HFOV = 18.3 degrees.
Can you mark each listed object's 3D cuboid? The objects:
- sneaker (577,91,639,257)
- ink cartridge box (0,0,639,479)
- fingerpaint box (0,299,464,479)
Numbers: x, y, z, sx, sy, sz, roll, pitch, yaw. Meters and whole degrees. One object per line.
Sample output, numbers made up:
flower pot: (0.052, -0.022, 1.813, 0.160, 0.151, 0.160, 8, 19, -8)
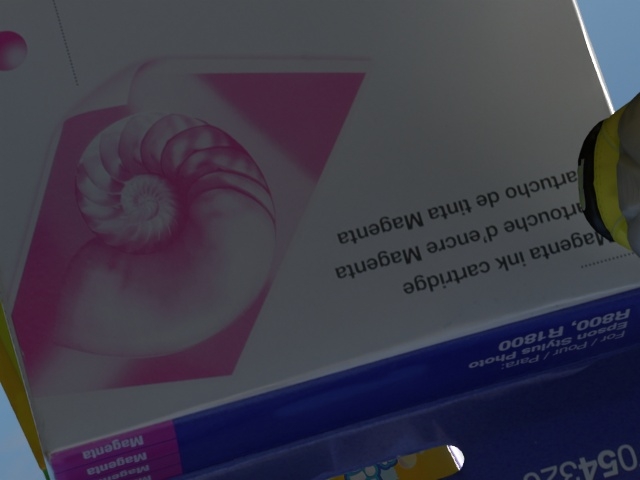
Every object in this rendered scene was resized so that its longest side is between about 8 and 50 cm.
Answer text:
sneaker: (0.276, -0.070, 0.844, 0.384, 0.145, 0.147, -10, -172, -31)
ink cartridge box: (0.000, 0.000, 1.001, 0.324, 0.330, 0.071, -16, 165, -8)
fingerpaint box: (-0.051, 0.152, 1.728, 0.371, 0.445, 0.163, -33, 168, 24)
